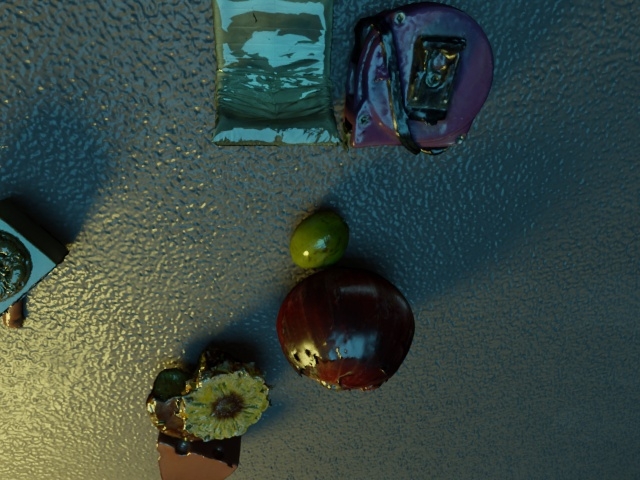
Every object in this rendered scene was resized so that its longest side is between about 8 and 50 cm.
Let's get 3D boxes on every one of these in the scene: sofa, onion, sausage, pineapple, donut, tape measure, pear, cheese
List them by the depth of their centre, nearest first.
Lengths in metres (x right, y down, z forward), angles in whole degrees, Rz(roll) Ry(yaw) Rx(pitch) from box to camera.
[{"bbox_3d":[-0.072,-0.268,0.704,0.210,0.176,0.226,1,116,-7],"label":"sofa"},{"bbox_3d":[0.158,-0.257,0.753,0.231,0.149,0.245,-1,117,-5],"label":"tape measure"},{"bbox_3d":[0.000,0.000,0.885,0.131,0.107,0.107,-36,115,18],"label":"pear"},{"bbox_3d":[-0.607,0.111,0.902,0.042,0.036,0.158,15,114,-5],"label":"sausage"},{"bbox_3d":[0.047,0.171,0.904,0.276,0.276,0.276,-3,116,-6],"label":"onion"},{"bbox_3d":[-0.193,0.340,0.957,0.221,0.047,0.221,-9,119,-17],"label":"pineapple"},{"bbox_3d":[-0.257,0.339,1.017,0.230,0.096,0.216,-42,123,4],"label":"donut"},{"bbox_3d":[-0.318,0.523,1.090,0.202,0.128,0.177,26,110,-20],"label":"cheese"}]

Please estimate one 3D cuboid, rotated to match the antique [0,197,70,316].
[{"bbox_3d":[-0.554,0.032,0.788,0.147,0.148,0.152,-45,112,-9],"label":"antique"}]
